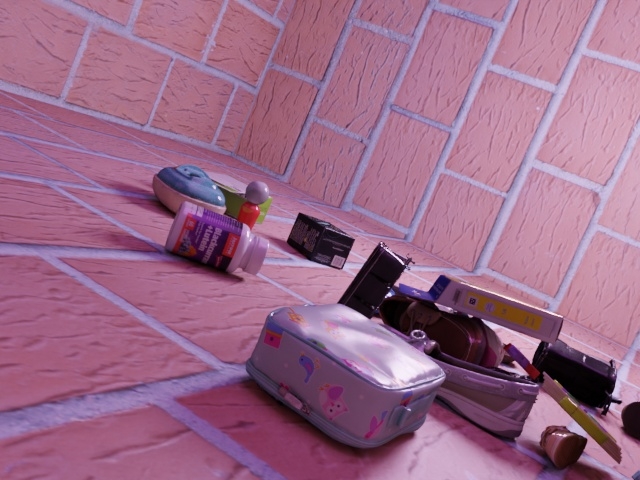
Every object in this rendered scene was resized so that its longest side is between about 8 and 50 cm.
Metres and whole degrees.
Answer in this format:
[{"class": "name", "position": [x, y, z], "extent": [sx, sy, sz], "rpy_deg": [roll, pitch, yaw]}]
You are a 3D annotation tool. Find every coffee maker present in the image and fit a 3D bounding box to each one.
[{"class": "coffee maker", "position": [0.602, 0.310, 1.757], "extent": [0.178, 0.120, 0.171], "rpy_deg": [24, 8, 7]}]

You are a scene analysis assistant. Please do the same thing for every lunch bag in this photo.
[{"class": "lunch bag", "position": [0.043, 0.184, 1.017], "extent": [0.224, 0.108, 0.279], "rpy_deg": [33, 13, 26]}]

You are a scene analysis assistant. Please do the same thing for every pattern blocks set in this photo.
[{"class": "pattern blocks set", "position": [0.444, 0.300, 1.265], "extent": [0.325, 0.026, 0.285], "rpy_deg": [46, 4, 11]}]

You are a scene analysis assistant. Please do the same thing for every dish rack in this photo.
[{"class": "dish rack", "position": [0.099, 0.101, 1.426], "extent": [0.074, 0.208, 0.271], "rpy_deg": [37, 9, 8]}]

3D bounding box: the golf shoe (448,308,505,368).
[{"class": "golf shoe", "position": [0.357, 0.231, 1.619], "extent": [0.140, 0.115, 0.306], "rpy_deg": [26, 9, -6]}]

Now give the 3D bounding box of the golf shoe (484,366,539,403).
[{"class": "golf shoe", "position": [0.332, 0.280, 1.411], "extent": [0.094, 0.077, 0.198], "rpy_deg": [8, -8, 46]}]

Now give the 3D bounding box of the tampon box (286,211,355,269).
[{"class": "tampon box", "position": [0.000, 0.000, 2.151], "extent": [0.120, 0.101, 0.161], "rpy_deg": [19, 8, -34]}]

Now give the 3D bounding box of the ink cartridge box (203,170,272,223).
[{"class": "ink cartridge box", "position": [-0.292, -0.135, 2.240], "extent": [0.188, 0.097, 0.255], "rpy_deg": [27, 10, 22]}]

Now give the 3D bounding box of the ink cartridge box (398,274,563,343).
[{"class": "ink cartridge box", "position": [0.319, 0.123, 1.542], "extent": [0.307, 0.072, 0.303], "rpy_deg": [21, 2, 5]}]

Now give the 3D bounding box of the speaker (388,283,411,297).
[{"class": "speaker", "position": [0.204, 0.151, 1.907], "extent": [0.136, 0.055, 0.055], "rpy_deg": [29, 10, 36]}]

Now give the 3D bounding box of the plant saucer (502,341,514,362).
[{"class": "plant saucer", "position": [0.421, 0.266, 1.862], "extent": [0.168, 0.029, 0.168], "rpy_deg": [23, 7, -3]}]

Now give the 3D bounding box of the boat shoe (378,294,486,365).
[{"class": "boat shoe", "position": [0.216, 0.187, 1.519], "extent": [0.116, 0.123, 0.324], "rpy_deg": [16, 1, -23]}]

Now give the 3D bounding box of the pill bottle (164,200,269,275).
[{"class": "pill bottle", "position": [-0.209, 0.002, 1.507], "extent": [0.193, 0.108, 0.108], "rpy_deg": [21, 8, -14]}]

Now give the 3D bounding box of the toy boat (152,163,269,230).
[{"class": "toy boat", "position": [-0.292, -0.128, 1.993], "extent": [0.318, 0.148, 0.267], "rpy_deg": [18, 9, -34]}]

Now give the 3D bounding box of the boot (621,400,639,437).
[{"class": "boot", "position": [0.819, 0.437, 1.631], "extent": [0.305, 0.112, 0.115], "rpy_deg": [24, -3, 19]}]

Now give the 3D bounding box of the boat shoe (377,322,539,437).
[{"class": "boat shoe", "position": [0.221, 0.222, 1.292], "extent": [0.320, 0.103, 0.118], "rpy_deg": [29, 9, 31]}]

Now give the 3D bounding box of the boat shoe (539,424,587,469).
[{"class": "boat shoe", "position": [0.390, 0.334, 1.214], "extent": [0.059, 0.063, 0.170], "rpy_deg": [25, -2, 33]}]

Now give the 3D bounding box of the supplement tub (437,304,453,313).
[{"class": "supplement tub", "position": [0.316, 0.196, 1.874], "extent": [0.071, 0.071, 0.107], "rpy_deg": [27, 9, 22]}]

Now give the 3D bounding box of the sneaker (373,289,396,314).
[{"class": "sneaker", "position": [0.133, 0.140, 1.725], "extent": [0.082, 0.069, 0.209], "rpy_deg": [31, 10, 23]}]

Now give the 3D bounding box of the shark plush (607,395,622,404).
[{"class": "shark plush", "position": [0.693, 0.365, 1.836], "extent": [0.073, 0.067, 0.161], "rpy_deg": [24, 8, 0]}]
